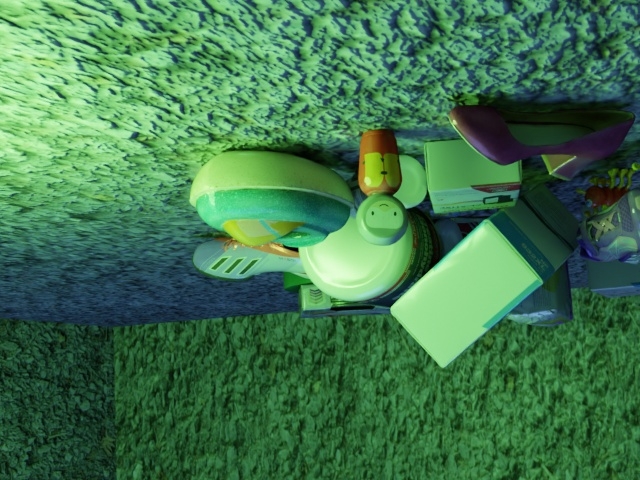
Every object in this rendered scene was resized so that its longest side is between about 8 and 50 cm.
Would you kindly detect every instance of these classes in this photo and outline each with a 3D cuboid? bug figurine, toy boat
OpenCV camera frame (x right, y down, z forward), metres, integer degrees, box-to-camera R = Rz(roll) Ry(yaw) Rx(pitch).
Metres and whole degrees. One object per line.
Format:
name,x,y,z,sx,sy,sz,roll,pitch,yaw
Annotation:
bug figurine,0.537,-0.090,1.567,0.216,0.072,0.279,-2,171,-10
toy boat,-0.021,-0.049,1.375,0.318,0.148,0.268,-10,168,39

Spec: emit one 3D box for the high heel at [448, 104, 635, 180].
high heel,0.266,-0.140,1.207,0.244,0.082,0.117,18,132,-33

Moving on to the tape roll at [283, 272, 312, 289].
tape roll,0.068,0.077,2.499,0.321,0.077,0.321,-3,171,-1

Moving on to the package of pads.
package of pads,0.407,0.048,1.916,0.101,0.229,0.296,-6,170,19

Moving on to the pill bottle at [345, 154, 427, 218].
pill bottle,0.088,-0.074,1.487,0.078,0.078,0.137,2,170,-30

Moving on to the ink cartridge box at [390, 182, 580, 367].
ink cartridge box,0.279,0.048,1.617,0.223,0.129,0.307,-47,170,29

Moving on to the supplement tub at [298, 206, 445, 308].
supplement tub,0.096,0.016,1.709,0.191,0.191,0.272,-7,171,22

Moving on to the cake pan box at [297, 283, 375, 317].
cake pan box,0.071,0.142,2.459,0.246,0.070,0.267,-5,171,-4

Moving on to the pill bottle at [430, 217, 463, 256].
pill bottle,0.164,0.019,1.981,0.209,0.119,0.119,-2,173,34

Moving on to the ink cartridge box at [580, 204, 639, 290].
ink cartridge box,0.617,0.017,1.981,0.171,0.168,0.233,-7,171,22

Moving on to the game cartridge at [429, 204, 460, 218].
game cartridge,0.232,-0.055,1.883,0.056,0.017,0.083,-8,171,9

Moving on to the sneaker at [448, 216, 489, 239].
sneaker,0.306,-0.012,2.018,0.119,0.067,0.042,0,171,-21

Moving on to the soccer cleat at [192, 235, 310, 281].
soccer cleat,-0.108,0.015,2.017,0.318,0.108,0.116,2,146,12

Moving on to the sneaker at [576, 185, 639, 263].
sneaker,0.441,-0.015,1.518,0.105,0.095,0.236,-4,165,4

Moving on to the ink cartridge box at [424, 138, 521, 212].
ink cartridge box,0.218,-0.091,1.439,0.128,0.072,0.175,-5,171,9
